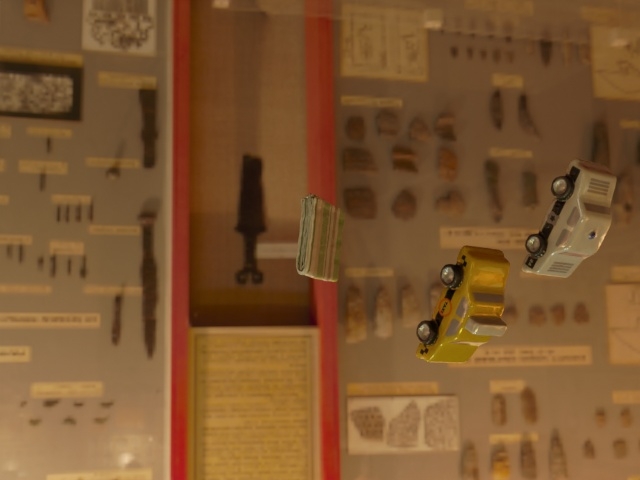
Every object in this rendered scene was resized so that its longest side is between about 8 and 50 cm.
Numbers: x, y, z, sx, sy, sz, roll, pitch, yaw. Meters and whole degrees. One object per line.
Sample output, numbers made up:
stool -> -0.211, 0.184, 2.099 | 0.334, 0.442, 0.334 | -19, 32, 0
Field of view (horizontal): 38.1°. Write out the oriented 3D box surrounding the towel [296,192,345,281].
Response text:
towel -> 0.000, 0.000, 1.327 | 0.023, 0.113, 0.152 | 6, 175, 18

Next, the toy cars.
toy cars -> 0.298, 0.044, 1.340 | 0.087, 0.393, 0.176 | 42, 166, 48
